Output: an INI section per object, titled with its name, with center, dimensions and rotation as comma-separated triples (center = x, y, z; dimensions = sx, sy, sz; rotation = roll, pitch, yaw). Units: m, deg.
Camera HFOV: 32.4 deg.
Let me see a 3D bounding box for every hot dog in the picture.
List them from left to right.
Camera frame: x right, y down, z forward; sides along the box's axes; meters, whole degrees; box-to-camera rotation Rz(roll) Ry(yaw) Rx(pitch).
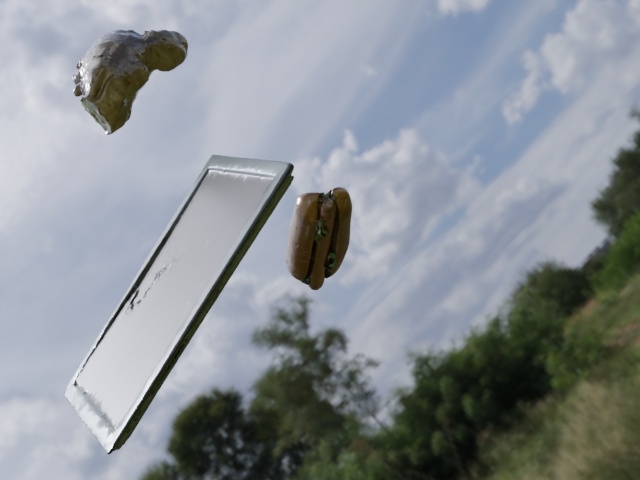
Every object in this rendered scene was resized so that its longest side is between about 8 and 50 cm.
[hot dog]
center = 0.000, 0.000, 1.750
dimensions = 0.100, 0.068, 0.249
rotation = -9, -29, -11

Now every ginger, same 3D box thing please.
[ginger]
center = -0.241, -0.202, 1.295
dimensions = 0.205, 0.115, 0.081
rotation = -58, -7, -53

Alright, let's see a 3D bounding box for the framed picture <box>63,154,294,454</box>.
[framed picture]
center = -0.130, 0.044, 0.964
dimensions = 0.273, 0.016, 0.216
rotation = -58, 23, -7
